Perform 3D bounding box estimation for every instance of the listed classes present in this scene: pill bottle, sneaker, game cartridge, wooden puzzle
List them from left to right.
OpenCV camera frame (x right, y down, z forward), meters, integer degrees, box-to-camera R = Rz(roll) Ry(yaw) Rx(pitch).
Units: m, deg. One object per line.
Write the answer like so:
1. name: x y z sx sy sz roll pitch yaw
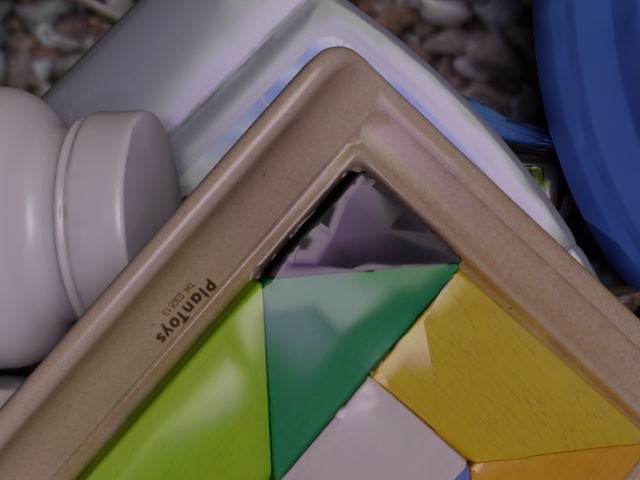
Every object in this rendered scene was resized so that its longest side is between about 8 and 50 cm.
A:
1. pill bottle: -0.175 -0.004 0.503 0.216 0.121 0.121 -3 78 8
2. game cartridge: 0.000 0.000 0.584 0.297 0.062 0.198 45 96 -1
3. wooden puzzle: 0.020 0.083 0.439 0.239 0.044 0.221 42 86 -15
4. sneaker: 0.105 -0.026 0.645 0.188 0.067 0.078 20 92 -9

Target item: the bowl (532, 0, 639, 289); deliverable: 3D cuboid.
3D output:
1. bowl: 0.296 -0.114 0.642 0.391 0.077 0.391 1 87 -26

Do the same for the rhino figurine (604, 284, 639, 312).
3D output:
1. rhino figurine: 0.116 0.068 0.522 0.243 0.073 0.106 -5 104 -3

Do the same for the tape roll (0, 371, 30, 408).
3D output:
1. tape roll: -0.137 0.196 0.473 0.286 0.100 0.286 1 89 -29
